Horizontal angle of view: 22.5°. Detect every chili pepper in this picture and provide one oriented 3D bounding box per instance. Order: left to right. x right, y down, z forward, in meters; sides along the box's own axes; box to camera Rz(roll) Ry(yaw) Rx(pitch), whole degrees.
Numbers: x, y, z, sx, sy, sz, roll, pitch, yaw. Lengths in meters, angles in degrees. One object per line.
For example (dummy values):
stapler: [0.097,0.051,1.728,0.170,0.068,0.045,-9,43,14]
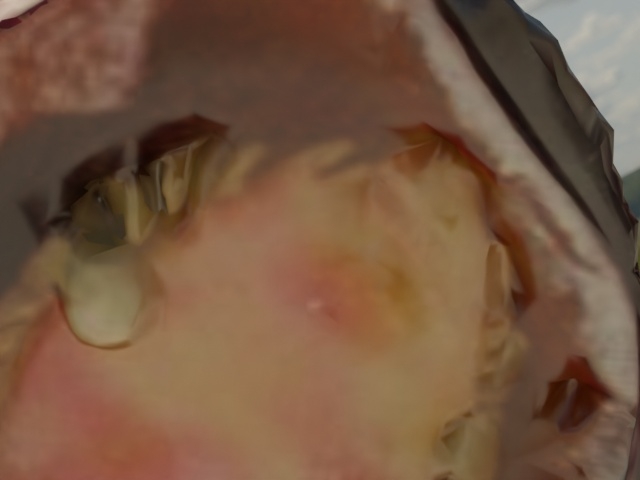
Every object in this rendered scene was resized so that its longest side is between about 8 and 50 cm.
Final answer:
chili pepper: [0.000,0.000,0.527,0.229,0.251,0.305,-21,12,16]
